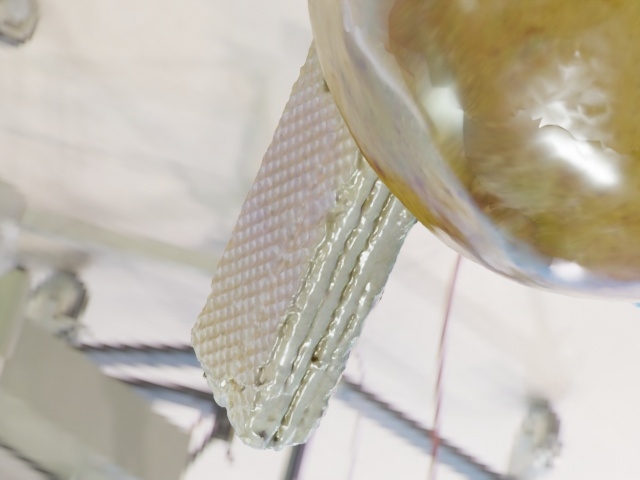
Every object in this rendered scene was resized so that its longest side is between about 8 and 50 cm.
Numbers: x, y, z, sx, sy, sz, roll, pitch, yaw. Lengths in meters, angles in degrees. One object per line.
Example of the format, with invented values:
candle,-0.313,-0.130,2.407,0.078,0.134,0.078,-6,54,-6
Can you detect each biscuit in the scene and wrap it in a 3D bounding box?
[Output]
biscuit,0.000,0.000,1.047,0.061,0.108,0.239,9,119,-30

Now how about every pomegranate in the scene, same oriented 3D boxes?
pomegranate,0.130,-0.110,0.829,0.307,0.307,0.307,10,148,7

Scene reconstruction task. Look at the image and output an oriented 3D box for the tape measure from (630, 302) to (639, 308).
tape measure,0.166,-0.042,1.182,0.107,0.181,0.182,-43,161,16
